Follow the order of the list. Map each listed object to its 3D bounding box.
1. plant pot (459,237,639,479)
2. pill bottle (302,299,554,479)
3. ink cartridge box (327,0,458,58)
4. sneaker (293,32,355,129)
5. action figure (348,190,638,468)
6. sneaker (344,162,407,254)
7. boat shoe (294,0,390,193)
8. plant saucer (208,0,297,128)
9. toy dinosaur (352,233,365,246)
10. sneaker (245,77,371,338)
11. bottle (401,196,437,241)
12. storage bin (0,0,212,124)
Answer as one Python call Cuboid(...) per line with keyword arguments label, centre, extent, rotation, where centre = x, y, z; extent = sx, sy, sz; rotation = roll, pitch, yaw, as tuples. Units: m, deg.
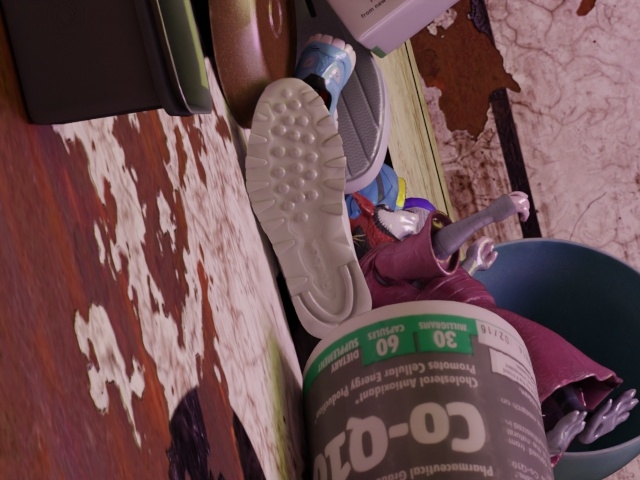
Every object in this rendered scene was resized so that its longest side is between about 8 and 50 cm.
Cuboid(label="plant pot", centre=(0.251, 0.169, 2.003), extent=(0.195, 0.290, 0.290), rotation=(94, -8, -51))
Cuboid(label="pill bottle", centre=(0.097, 0.245, 1.438), extent=(0.204, 0.204, 0.361), rotation=(66, 13, -49))
Cuboid(label="ink cartridge box", centre=(0.009, -0.330, 1.707), extent=(0.289, 0.121, 0.211), rotation=(54, 7, 4))
Cuboid(label="sneaker", centre=(-0.017, -0.116, 1.661), extent=(0.162, 0.063, 0.073), rotation=(105, 7, -47))
Cuboid(label="action figure", centre=(0.134, 0.094, 1.832), extent=(0.370, 0.276, 0.248), rotation=(40, -11, 23))
Cuboid(label="sneaker", centre=(0.047, -0.006, 2.001), extent=(0.082, 0.069, 0.209), rotation=(31, 46, -30))
Cuboid(label="boat shoe", centre=(0.011, -0.174, 1.849), extent=(0.094, 0.109, 0.302), rotation=(64, 12, -61))
Cuboid(label="plant saucer", centre=(-0.055, -0.199, 1.578), extent=(0.198, 0.036, 0.199), rotation=(-4, 90, -77))
Cuboid(label="toy dinosaur", centre=(0.000, 0.000, 1.798), extent=(0.090, 0.047, 0.082), rotation=(-15, 102, -48))
Cuboid(label="sneaker", centre=(-0.017, -0.031, 1.575), extent=(0.095, 0.090, 0.235), rotation=(-108, -172, -74))
Cuboid(label="bottle", centre=(0.117, 0.071, 2.176), extent=(0.283, 0.092, 0.118), rotation=(-92, 168, -51))
Cuboid(label="storage bin", centre=(-0.122, -0.126, 0.985), extent=(0.098, 0.091, 0.135), rotation=(-27, 104, -81))
